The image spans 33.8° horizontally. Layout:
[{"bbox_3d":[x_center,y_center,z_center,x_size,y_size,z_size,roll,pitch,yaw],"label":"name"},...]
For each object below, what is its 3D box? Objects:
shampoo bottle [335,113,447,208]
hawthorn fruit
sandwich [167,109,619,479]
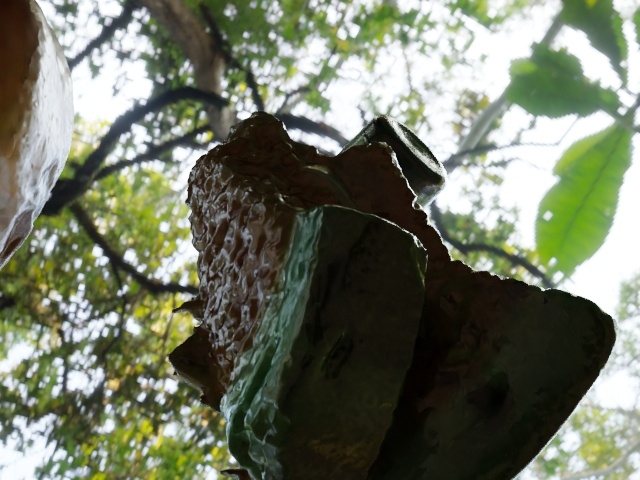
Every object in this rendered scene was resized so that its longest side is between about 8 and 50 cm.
[{"bbox_3d":[0.000,0.000,1.085,0.101,0.284,0.101,40,-160,-17],"label":"shampoo bottle"},{"bbox_3d":[-0.501,-0.126,1.229,0.471,0.472,0.472,14,-132,-16],"label":"hawthorn fruit"},{"bbox_3d":[0.013,0.030,0.632,0.250,0.162,0.301,-32,-120,-8],"label":"sandwich"}]
